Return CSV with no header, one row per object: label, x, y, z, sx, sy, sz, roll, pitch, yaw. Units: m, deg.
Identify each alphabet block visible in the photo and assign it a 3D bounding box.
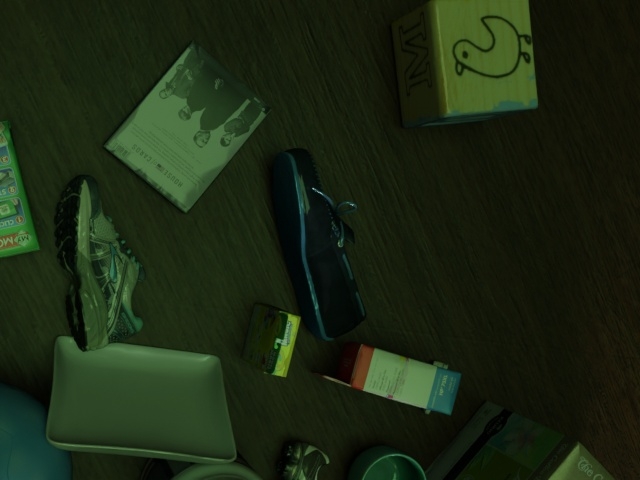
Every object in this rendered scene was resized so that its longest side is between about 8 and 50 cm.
alphabet block,0.250,-0.311,1.571,0.193,0.193,0.197,-8,93,-19

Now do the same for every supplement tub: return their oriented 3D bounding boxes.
supplement tub,-0.179,0.425,1.407,0.191,0.272,0.191,0,91,-17

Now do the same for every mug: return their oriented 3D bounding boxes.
mug,0.115,0.447,1.591,0.130,0.097,0.157,-9,94,-18

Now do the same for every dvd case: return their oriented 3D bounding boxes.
dvd case,-0.223,-0.192,1.509,0.179,0.029,0.238,41,80,-14

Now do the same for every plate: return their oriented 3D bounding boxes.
plate,-0.282,0.255,1.390,0.277,0.278,0.045,11,113,-18

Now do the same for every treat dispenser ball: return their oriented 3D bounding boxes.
treat dispenser ball,-0.510,0.345,1.295,0.288,0.288,0.288,0,91,-17

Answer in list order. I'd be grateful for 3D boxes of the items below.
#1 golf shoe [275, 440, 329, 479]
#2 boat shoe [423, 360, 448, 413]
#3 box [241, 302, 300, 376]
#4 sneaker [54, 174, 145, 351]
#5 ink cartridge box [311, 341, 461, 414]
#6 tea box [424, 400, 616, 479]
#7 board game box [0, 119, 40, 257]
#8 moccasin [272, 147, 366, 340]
golf shoe,-0.043,0.454,1.554,0.094,0.077,0.198,20,86,-17
boat shoe,0.205,0.272,1.653,0.035,0.035,0.100,20,88,11
box,-0.081,0.164,1.481,0.043,0.179,0.105,15,87,-17
sneaker,-0.355,0.032,1.449,0.122,0.110,0.282,-8,96,-35
ink cartridge box,0.112,0.233,1.556,0.231,0.134,0.078,18,82,-8
tea box,0.401,0.495,1.564,0.329,0.323,0.220,46,78,-12
board game box,-0.620,-0.052,1.379,0.317,0.046,0.213,-13,96,-17
moccasin,0.000,0.000,1.546,0.117,0.138,0.341,-18,110,-21
